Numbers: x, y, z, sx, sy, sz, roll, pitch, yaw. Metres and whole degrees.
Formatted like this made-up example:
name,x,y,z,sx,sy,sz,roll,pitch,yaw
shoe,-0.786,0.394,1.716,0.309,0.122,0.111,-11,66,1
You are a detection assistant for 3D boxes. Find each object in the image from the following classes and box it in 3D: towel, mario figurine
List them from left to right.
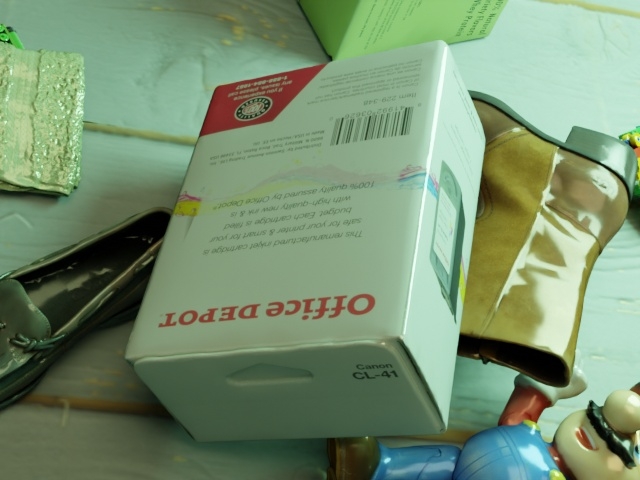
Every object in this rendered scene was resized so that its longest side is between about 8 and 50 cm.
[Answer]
name,x,y,z,sx,sy,sz,roll,pitch,yaw
towel,-0.265,-0.111,1.070,0.110,0.027,0.148,6,66,-15
mario figurine,0.172,0.166,0.948,0.321,0.170,0.198,-5,74,-17

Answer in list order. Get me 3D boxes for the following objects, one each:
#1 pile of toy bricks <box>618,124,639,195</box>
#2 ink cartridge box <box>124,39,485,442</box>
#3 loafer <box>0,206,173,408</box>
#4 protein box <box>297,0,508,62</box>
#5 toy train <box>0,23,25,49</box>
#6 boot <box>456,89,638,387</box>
name,x,y,z,sx,sy,sz,roll,pitch,yaw
pile of toy bricks,0.339,-0.065,1.217,0.212,0.118,0.105,-21,93,-46
ink cartridge box,0.000,0.000,0.964,0.226,0.131,0.306,-6,49,24
loafer,-0.223,0.048,0.954,0.267,0.084,0.096,-33,71,-33
protein box,0.098,-0.308,1.225,0.201,0.199,0.136,-14,63,-26
toy train,-0.285,-0.173,1.125,0.024,0.017,0.083,-14,62,-37
boot,0.127,-0.004,1.065,0.264,0.096,0.280,20,50,14
